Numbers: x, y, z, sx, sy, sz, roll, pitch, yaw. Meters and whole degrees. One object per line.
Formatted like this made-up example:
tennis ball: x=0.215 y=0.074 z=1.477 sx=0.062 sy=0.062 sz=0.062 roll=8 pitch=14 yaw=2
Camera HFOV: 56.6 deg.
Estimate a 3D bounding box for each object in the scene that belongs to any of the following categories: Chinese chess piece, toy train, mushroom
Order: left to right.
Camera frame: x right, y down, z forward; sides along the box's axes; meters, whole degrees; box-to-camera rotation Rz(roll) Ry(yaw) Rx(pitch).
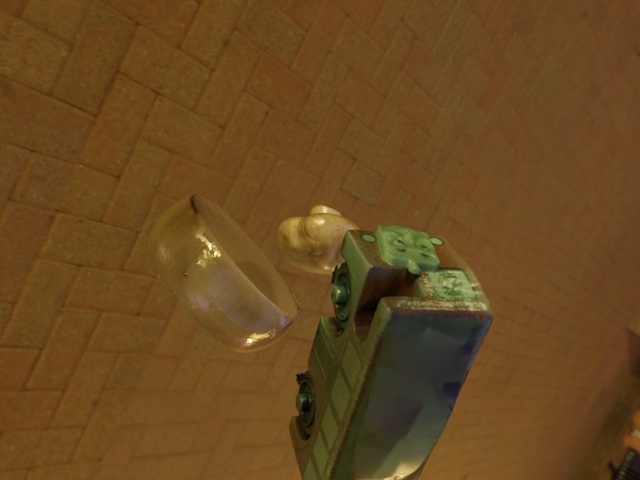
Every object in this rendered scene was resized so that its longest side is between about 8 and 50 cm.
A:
Chinese chess piece: x=-0.140 y=0.050 z=0.873 sx=0.097 sy=0.251 sz=0.251 roll=-41 pitch=144 yaw=4
mushroom: x=0.000 y=0.000 z=0.985 sx=0.148 sy=0.148 sz=0.112 roll=27 pitch=78 yaw=-55
toy train: x=0.059 y=0.145 z=0.621 sx=0.129 sy=0.159 sz=0.327 roll=5 pitch=120 yaw=-19
